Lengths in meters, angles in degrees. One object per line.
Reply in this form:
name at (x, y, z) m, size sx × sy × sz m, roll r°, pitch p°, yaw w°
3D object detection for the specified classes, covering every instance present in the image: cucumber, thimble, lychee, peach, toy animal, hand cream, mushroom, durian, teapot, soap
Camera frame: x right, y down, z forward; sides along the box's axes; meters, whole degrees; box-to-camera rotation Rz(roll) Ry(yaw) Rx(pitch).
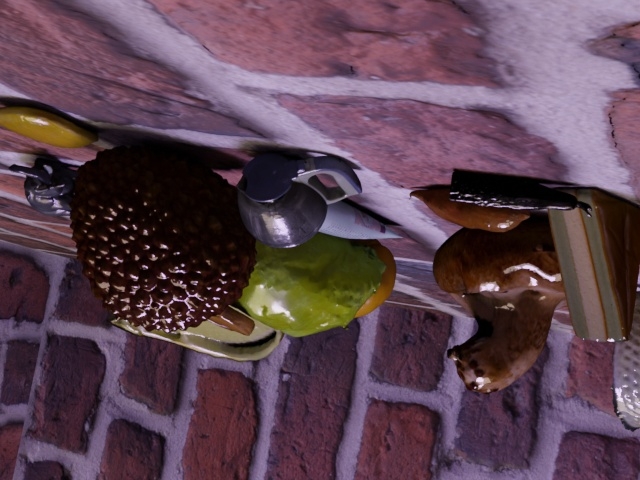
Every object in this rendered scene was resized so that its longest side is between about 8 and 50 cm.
cucumber at (0.229, -0.054, 1.209) m, size 0.163 × 0.039 × 0.043 m, roll 6°, pitch -147°, yaw 16°
thimble at (0.660, 0.231, 1.967) m, size 0.150 × 0.271 × 0.271 m, roll 1°, pitch 169°, yaw 39°
lychee at (-0.221, -0.016, 1.414) m, size 0.271 × 0.271 × 0.271 m, roll 10°, pitch 173°, yaw 1°
peach at (0.052, 0.057, 1.877) m, size 0.179 × 0.179 × 0.103 m, roll 9°, pitch 135°, yaw 8°
toy animal at (-0.413, -0.083, 1.697) m, size 0.137 × 0.082 × 0.269 m, roll 10°, pitch 174°, yaw -7°
hand cream at (0.032, -0.027, 1.612) m, size 0.085 × 0.058 × 0.331 m, roll 5°, pitch 172°, yaw 25°
mushroom at (0.287, 0.067, 1.518) m, size 0.267 × 0.254 × 0.267 m, roll 9°, pitch -160°, yaw -3°
durian at (-0.094, 0.037, 1.727) m, size 0.340 × 0.204 × 0.256 m, roll 21°, pitch 172°, yaw -39°
teapot at (-0.038, -0.054, 1.302) m, size 0.149 × 0.111 × 0.108 m, roll 13°, pitch 161°, yaw 21°
soap at (-0.337, -0.139, 1.330) m, size 0.089 × 0.033 × 0.168 m, roll 9°, pitch 175°, yaw 29°

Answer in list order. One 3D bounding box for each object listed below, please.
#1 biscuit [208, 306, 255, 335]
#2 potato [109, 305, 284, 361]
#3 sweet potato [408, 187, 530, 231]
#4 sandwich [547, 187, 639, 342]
biscuit at (-0.185, 0.111, 1.733) m, size 0.184 × 0.035 × 0.249 m, roll 30°, pitch 172°, yaw -15°
potato at (-0.189, 0.081, 2.019) m, size 0.280 × 0.212 × 0.330 m, roll 30°, pitch 144°, yaw -27°
sweet potato at (0.181, -0.042, 1.325) m, size 0.195 × 0.056 × 0.056 m, roll 12°, pitch 176°, yaw 43°
sandwich at (0.311, 0.030, 1.235) m, size 0.113 × 0.163 × 0.079 m, roll 17°, pitch 170°, yaw -41°
